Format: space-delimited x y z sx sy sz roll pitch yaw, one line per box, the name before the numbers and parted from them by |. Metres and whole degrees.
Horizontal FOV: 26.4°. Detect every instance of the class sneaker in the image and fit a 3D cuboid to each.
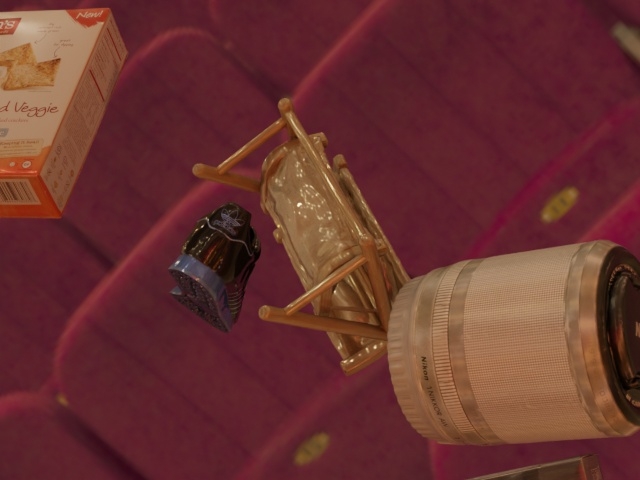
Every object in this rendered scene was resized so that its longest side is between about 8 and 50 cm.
sneaker | -0.099 0.029 1.377 0.090 0.081 0.232 -55 -3 -13

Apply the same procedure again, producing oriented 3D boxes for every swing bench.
swing bench | 0.000 0.000 1.747 0.165 0.254 0.253 -35 57 10

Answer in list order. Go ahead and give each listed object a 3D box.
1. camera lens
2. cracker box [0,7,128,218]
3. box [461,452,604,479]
camera lens | 0.243 0.121 1.567 0.274 0.219 0.219 -9 39 32
cracker box | -0.298 -0.128 1.335 0.155 0.067 0.232 0 49 16
box | 0.174 0.314 1.171 0.183 0.231 0.056 -17 -11 25
